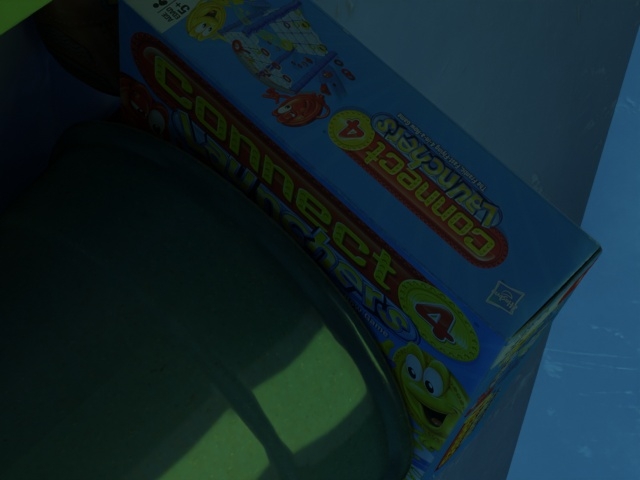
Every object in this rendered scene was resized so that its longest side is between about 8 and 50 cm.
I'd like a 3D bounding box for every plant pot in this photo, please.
[{"bbox_3d":[-0.175,0.154,0.829,0.334,0.341,0.341,-43,148,-27],"label":"plant pot"}]

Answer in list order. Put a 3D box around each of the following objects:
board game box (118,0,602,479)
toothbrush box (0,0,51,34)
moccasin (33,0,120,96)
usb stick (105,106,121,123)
[{"bbox_3d":[0.000,0.000,0.844,0.086,0.308,0.302,-41,164,-24],"label":"board game box"},{"bbox_3d":[-0.189,-0.200,0.587,0.283,0.206,0.122,-45,148,-39],"label":"toothbrush box"},{"bbox_3d":[-0.067,-0.277,0.886,0.380,0.139,0.147,-48,160,-18],"label":"moccasin"},{"bbox_3d":[-0.136,-0.003,1.078,0.077,0.045,0.278,-52,152,-29],"label":"usb stick"}]
